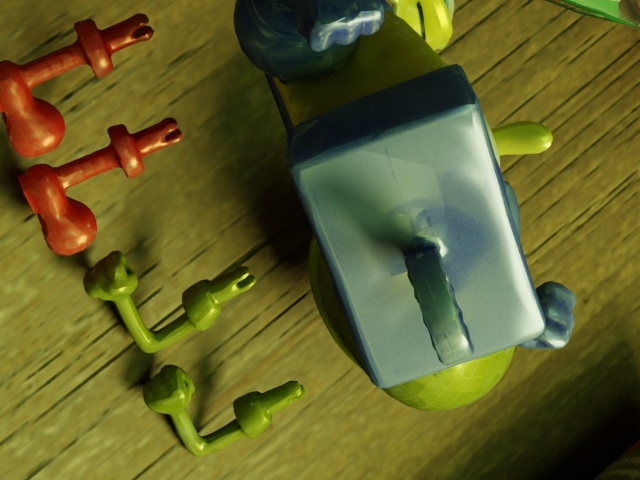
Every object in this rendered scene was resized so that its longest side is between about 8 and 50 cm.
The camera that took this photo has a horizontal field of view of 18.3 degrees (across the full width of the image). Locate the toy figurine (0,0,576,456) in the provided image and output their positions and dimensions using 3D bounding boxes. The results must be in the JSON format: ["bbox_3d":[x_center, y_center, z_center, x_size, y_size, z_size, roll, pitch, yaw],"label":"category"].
[{"bbox_3d":[0.000,0.000,0.717,0.191,0.217,0.363,-23,128,-5],"label":"toy figurine"}]

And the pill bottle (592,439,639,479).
[{"bbox_3d":[0.143,0.223,1.011,0.283,0.161,0.161,-35,125,-28],"label":"pill bottle"}]

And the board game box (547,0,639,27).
[{"bbox_3d":[0.061,-0.232,0.854,0.317,0.046,0.214,13,95,-43],"label":"board game box"}]
